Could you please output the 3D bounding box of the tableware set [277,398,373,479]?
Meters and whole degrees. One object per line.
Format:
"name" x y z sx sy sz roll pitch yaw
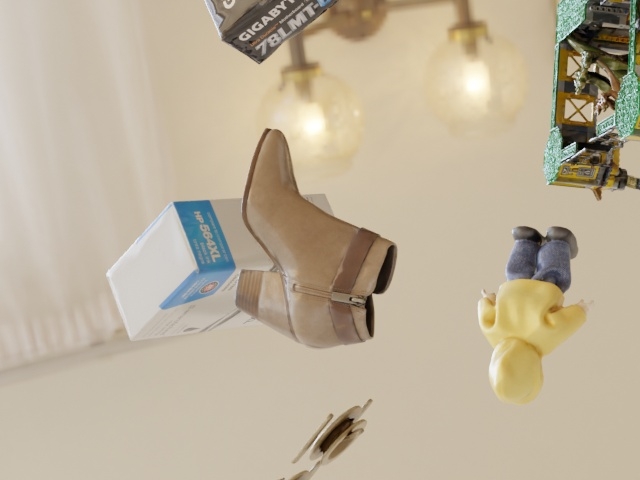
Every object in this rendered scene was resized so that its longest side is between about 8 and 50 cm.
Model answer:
"tableware set" -0.004 0.278 1.623 0.039 0.194 0.128 43 -161 17

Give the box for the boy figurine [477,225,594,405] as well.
"boy figurine" 0.318 0.112 2.013 0.177 0.092 0.285 -1 -123 27

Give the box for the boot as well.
"boot" 0.000 0.000 0.745 0.087 0.118 0.042 7 180 25

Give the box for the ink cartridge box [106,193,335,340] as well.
"ink cartridge box" -0.092 0.026 1.397 0.203 0.085 0.148 -4 152 -40

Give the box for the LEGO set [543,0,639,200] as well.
"LEGO set" 0.360 -0.167 1.347 0.192 0.254 0.331 6 163 -7

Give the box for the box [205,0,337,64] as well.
"box" -0.013 -0.365 1.282 0.293 0.073 0.295 -35 -125 19
